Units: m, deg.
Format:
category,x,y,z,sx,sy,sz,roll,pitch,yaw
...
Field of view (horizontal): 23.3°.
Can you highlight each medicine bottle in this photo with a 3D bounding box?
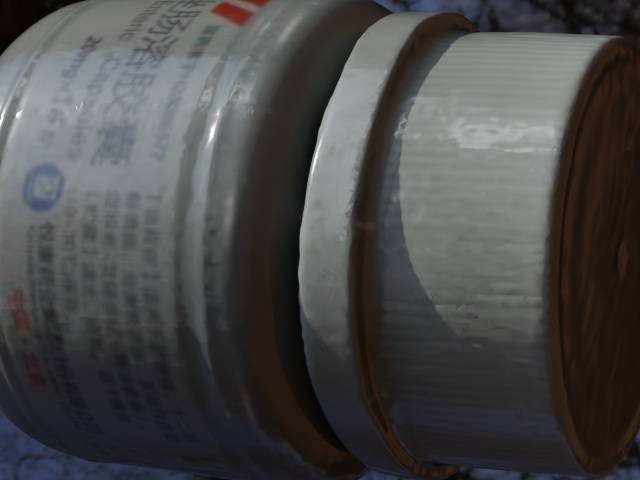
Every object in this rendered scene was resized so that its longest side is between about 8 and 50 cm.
category,x,y,z,sx,sy,sz,roll,pitch,yaw
medicine bottle,0.000,0.000,0.763,0.245,0.306,0.245,3,-90,-64
